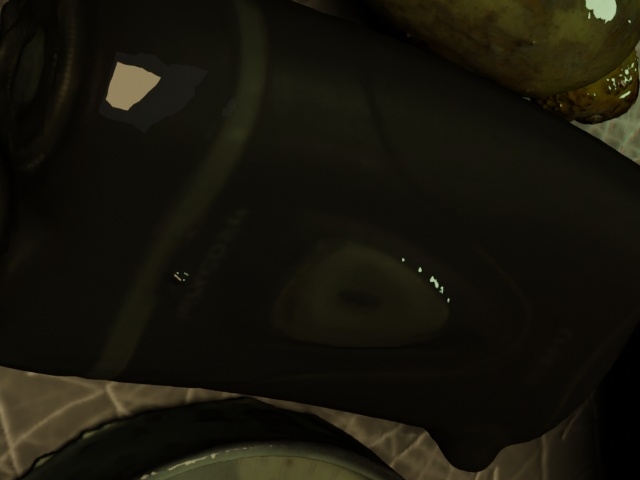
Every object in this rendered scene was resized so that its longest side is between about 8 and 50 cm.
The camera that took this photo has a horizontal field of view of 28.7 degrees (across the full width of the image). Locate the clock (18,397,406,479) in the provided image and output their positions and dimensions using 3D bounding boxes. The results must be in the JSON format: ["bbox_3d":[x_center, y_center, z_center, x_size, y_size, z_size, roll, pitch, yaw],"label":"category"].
[{"bbox_3d":[-0.057,0.247,0.664,0.325,0.067,0.325,-4,99,-26],"label":"clock"}]

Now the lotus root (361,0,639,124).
[{"bbox_3d":[0.074,-0.175,0.617,0.309,0.173,0.173,39,81,-27],"label":"lotus root"}]

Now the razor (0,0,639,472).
[{"bbox_3d":[-0.001,-0.001,0.601,0.349,0.113,0.204,16,119,-31],"label":"razor"}]
